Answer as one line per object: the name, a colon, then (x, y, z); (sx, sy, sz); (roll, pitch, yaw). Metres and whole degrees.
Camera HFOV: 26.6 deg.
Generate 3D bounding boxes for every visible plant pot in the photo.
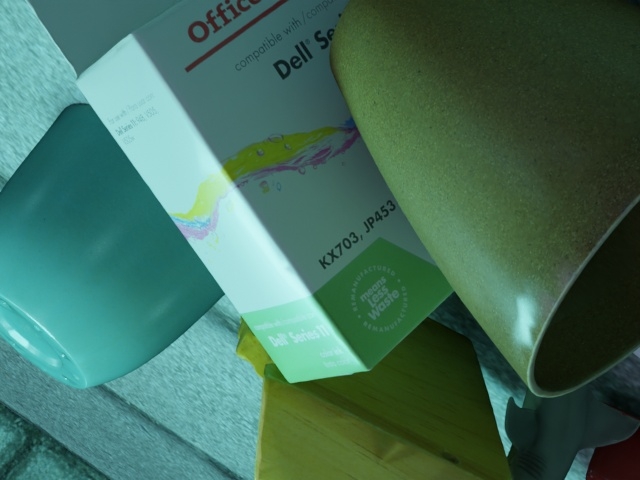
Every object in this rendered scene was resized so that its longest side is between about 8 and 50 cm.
plant pot: (-0.267, 0.029, 1.577); (0.293, 0.235, 0.293); (32, 156, 16)
plant pot: (0.129, -0.072, 0.857); (0.254, 0.237, 0.237); (44, 161, 25)

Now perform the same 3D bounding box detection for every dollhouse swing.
dollhouse swing: (0.011, 0.237, 1.241); (0.315, 0.305, 0.347); (27, -164, -8)

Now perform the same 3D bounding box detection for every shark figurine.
shark figurine: (0.231, 0.136, 1.213); (0.116, 0.166, 0.278); (15, 118, 17)

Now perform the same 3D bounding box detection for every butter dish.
butter dish: (0.308, 0.252, 1.269); (0.160, 0.118, 0.160); (24, 152, 34)

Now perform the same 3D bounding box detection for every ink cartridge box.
ink cartridge box: (-0.027, -0.098, 0.987); (0.353, 0.207, 0.119); (55, 151, -10)

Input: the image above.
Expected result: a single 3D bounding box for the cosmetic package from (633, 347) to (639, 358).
cosmetic package: (0.267, 0.047, 1.036); (0.239, 0.060, 0.099); (40, 159, 0)
